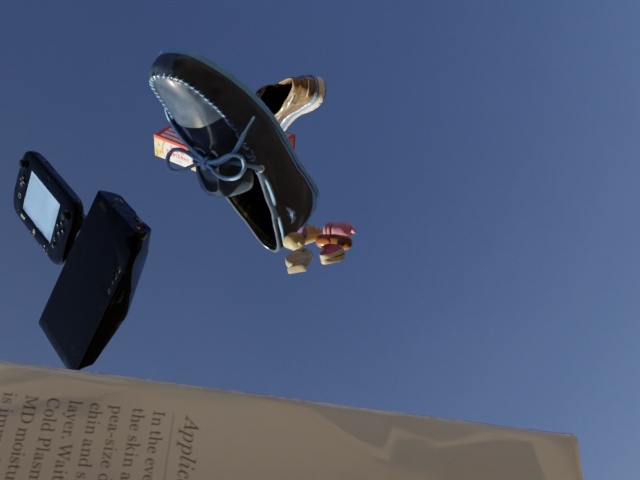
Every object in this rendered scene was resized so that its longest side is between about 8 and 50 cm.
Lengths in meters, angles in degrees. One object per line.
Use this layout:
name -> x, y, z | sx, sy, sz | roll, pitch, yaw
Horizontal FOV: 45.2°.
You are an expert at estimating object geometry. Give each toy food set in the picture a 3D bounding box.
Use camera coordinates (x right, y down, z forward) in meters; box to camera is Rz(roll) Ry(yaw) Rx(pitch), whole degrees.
toy food set -> 0.000, 0.000, 0.780 | 0.078, 0.122, 0.019 | -12, -74, -2

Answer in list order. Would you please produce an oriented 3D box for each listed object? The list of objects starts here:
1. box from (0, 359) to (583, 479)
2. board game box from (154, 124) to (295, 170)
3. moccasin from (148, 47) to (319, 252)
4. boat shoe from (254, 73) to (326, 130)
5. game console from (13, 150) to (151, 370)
box -> -0.078, 0.179, 0.356 | 0.346, 0.215, 0.168 | 10, -123, -12
board game box -> -0.163, -0.163, 1.322 | 0.147, 0.194, 0.045 | -45, -31, -45
moccasin -> -0.105, -0.101, 1.005 | 0.342, 0.138, 0.116 | 46, -117, -41
boat shoe -> -0.074, -0.209, 1.185 | 0.066, 0.183, 0.066 | 7, -116, -40
game console -> -0.358, 0.003, 1.069 | 0.044, 0.361, 0.213 | 13, -70, -47
